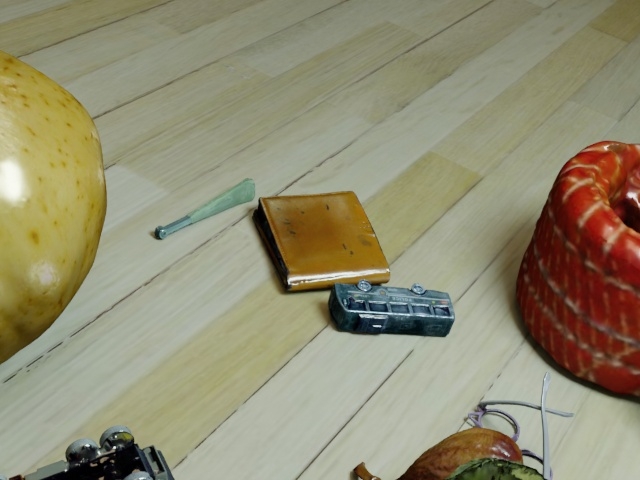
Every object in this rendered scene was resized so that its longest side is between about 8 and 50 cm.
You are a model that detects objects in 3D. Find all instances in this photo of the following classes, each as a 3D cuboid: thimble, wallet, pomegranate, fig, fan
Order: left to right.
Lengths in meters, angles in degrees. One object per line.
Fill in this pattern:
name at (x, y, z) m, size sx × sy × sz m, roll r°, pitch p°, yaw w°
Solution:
pomegranate at (-0.413, -0.056, 1.043) m, size 0.409 × 0.410 × 0.410 m, roll 9°, pitch 35°, yaw -7°
fan at (-0.166, -0.046, 1.446) m, size 0.016 × 0.038 × 0.193 m, roll 23°, pitch 36°, yaw 34°
wallet at (0.000, 0.002, 1.431) m, size 0.160 × 0.042 × 0.195 m, roll -6°, pitch 41°, yaw -19°
fig at (0.118, 0.259, 1.039) m, size 0.201 × 0.146 × 0.134 m, roll 10°, pitch 26°, yaw 19°
thimble at (0.455, 0.035, 1.377) m, size 0.350 × 0.231 × 0.350 m, roll 10°, pitch 36°, yaw -7°

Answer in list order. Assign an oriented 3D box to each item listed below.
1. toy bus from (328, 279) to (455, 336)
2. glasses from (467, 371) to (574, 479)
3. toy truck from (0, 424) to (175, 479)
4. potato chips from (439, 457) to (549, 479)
toy bus at (0.095, 0.093, 1.329) m, size 0.165 × 0.047 × 0.065 m, roll 4°, pitch 40°, yaw -14°
glasses at (0.242, 0.212, 1.162) m, size 0.062 × 0.104 × 0.140 m, roll -5°, pitch 43°, yaw -28°
toy truck at (-0.230, 0.252, 0.934) m, size 0.192 × 0.092 × 0.083 m, roll -18°, pitch 38°, yaw -19°
potato chips at (0.168, 0.305, 0.938) m, size 0.202 × 0.220 × 0.029 m, roll -22°, pitch 13°, yaw -24°
